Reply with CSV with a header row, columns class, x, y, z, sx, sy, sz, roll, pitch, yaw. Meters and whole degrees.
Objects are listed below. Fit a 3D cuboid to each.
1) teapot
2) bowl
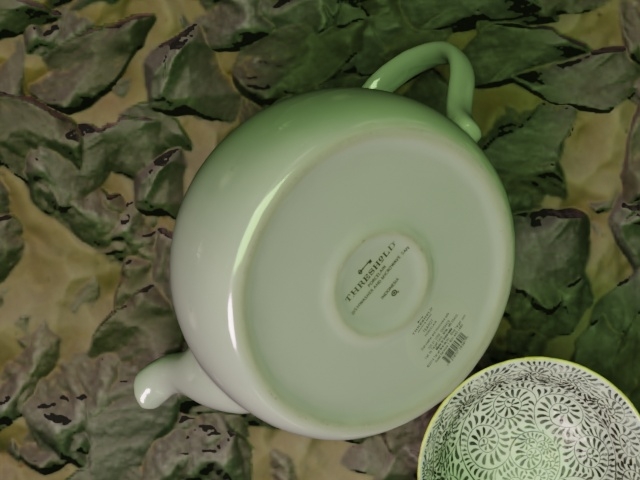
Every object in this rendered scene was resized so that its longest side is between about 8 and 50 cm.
class,x,y,z,sx,sy,sz,roll,pitch,yaw
teapot,0.000,0.000,0.782,0.256,0.187,0.252,-11,110,-24
bowl,0.153,0.166,0.822,0.170,0.080,0.170,0,90,0
